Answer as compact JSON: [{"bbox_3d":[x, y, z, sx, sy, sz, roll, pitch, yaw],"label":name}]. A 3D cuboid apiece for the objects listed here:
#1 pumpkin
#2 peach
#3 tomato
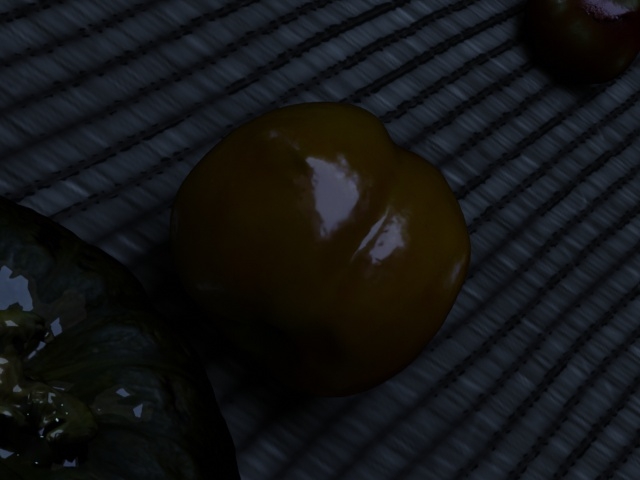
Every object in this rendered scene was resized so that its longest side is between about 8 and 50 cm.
[{"bbox_3d":[-0.129,0.077,0.504,0.238,0.159,0.238,34,31,-24],"label":"pumpkin"},{"bbox_3d":[0.000,0.000,0.715,0.138,0.138,0.138,23,47,-27],"label":"peach"},{"bbox_3d":[0.183,-0.153,1.036,0.087,0.075,0.087,20,50,-25],"label":"tomato"}]
